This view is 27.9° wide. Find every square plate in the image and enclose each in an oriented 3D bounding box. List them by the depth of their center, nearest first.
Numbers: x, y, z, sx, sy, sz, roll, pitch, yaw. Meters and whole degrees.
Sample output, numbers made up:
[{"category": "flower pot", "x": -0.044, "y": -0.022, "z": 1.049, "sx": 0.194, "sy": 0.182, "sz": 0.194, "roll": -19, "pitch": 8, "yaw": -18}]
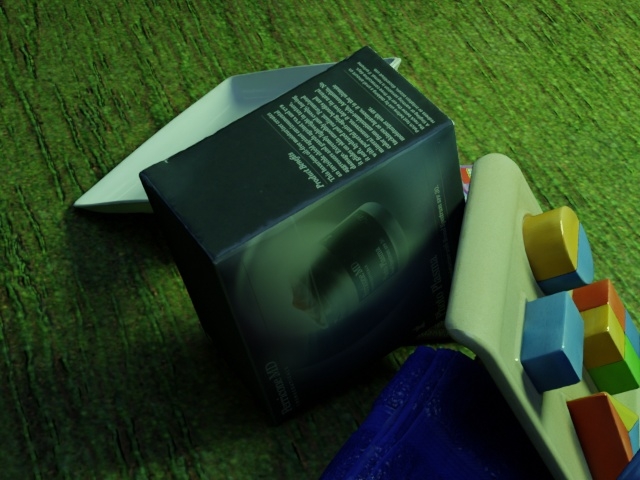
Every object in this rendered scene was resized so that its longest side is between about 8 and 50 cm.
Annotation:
[{"category": "square plate", "x": -0.107, "y": -0.128, "z": 1.706, "sx": 0.347, "sy": 0.049, "sz": 0.344, "roll": 1, "pitch": 37, "yaw": 46}]

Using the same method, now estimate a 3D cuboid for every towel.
[{"category": "towel", "x": 0.123, "y": 0.257, "z": 1.290, "sx": 0.228, "sy": 0.076, "sz": 0.308, "roll": 40, "pitch": 46, "yaw": 3}]

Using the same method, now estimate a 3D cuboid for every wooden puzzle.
[{"category": "wooden puzzle", "x": 0.268, "y": 0.107, "z": 1.378, "sx": 0.081, "sy": 0.348, "sz": 0.322, "roll": -23, "pitch": 28, "yaw": 29}]

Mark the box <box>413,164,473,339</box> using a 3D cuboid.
[{"category": "box", "x": 0.154, "y": 0.010, "z": 1.675, "sx": 0.201, "sy": 0.057, "sz": 0.293, "roll": -3, "pitch": 39, "yaw": -7}]

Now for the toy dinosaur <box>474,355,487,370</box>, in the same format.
[{"category": "toy dinosaur", "x": 0.160, "y": 0.196, "z": 1.457, "sx": 0.112, "sy": 0.064, "sz": 0.211, "roll": 2, "pitch": 26, "yaw": 40}]

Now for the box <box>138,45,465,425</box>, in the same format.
[{"category": "box", "x": 0.000, "y": 0.000, "z": 1.428, "sx": 0.294, "sy": 0.296, "sz": 0.182, "roll": -31, "pitch": 48, "yaw": -13}]

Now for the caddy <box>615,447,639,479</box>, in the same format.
[{"category": "caddy", "x": 0.401, "y": 0.264, "z": 1.182, "sx": 0.241, "sy": 0.341, "sz": 0.179, "roll": 33, "pitch": 64, "yaw": 30}]
